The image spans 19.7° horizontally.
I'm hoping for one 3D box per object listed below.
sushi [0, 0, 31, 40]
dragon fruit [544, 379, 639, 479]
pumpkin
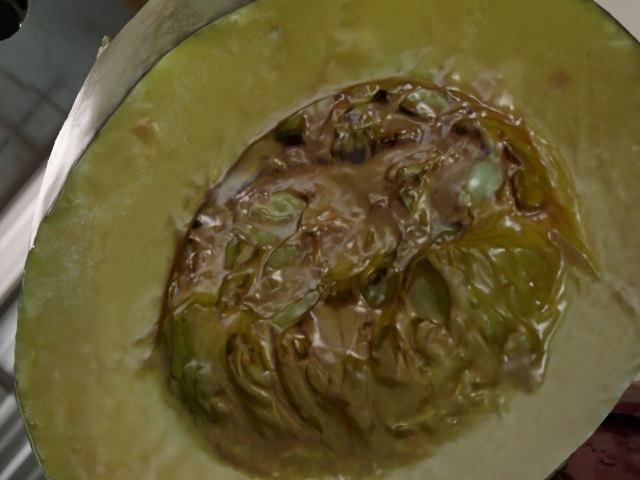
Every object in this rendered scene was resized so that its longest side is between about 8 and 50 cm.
[{"bbox_3d":[-0.148,-0.100,0.729,0.083,0.046,0.044,4,138,12],"label":"sushi"},{"bbox_3d":[0.132,0.223,1.104,0.329,0.329,0.329,41,-178,-2],"label":"dragon fruit"},{"bbox_3d":[-0.001,-0.007,0.572,0.217,0.217,0.110,39,-168,-41],"label":"pumpkin"}]
